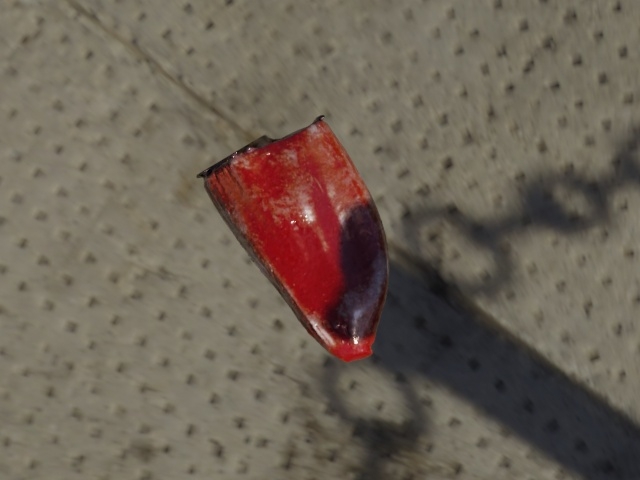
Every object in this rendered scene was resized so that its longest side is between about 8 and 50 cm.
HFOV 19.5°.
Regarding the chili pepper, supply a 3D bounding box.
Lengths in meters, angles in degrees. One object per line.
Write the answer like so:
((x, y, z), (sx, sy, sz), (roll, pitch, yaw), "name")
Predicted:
((0.000, 0.000, 1.881), (0.136, 0.144, 0.253), (-36, 80, 37), "chili pepper")
